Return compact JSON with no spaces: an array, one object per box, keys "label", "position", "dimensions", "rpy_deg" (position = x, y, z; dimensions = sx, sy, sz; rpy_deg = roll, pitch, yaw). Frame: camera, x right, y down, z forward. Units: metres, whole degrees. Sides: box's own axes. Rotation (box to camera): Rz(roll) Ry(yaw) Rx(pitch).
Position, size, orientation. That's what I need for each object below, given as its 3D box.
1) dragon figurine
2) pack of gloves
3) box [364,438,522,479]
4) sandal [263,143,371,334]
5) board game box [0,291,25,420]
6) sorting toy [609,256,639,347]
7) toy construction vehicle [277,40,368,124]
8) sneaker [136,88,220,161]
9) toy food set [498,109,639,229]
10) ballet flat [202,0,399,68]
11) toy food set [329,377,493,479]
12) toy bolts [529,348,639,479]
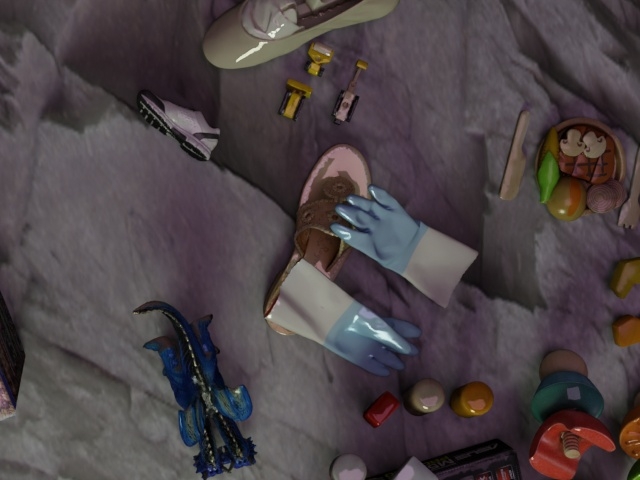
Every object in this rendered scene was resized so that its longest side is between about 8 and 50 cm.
[{"label":"dragon figurine","position":[-0.128,0.167,1.244],"dimensions":[0.085,0.289,0.144],"rpy_deg":[-23,61,-12]},{"label":"pack of gloves","position":[0.075,0.057,1.315],"dimensions":[0.232,0.046,0.195],"rpy_deg":[31,93,-38]},{"label":"box","position":[0.161,0.406,1.398],"dimensions":[0.216,0.060,0.270],"rpy_deg":[-14,97,-12]},{"label":"sandal","position":[0.006,0.002,1.320],"dimensions":[0.088,0.079,0.240],"rpy_deg":[24,89,-13]},{"label":"board game box","position":[-0.432,0.124,1.125],"dimensions":[0.232,0.291,0.141],"rpy_deg":[-22,99,-9]},{"label":"sorting toy","position":[0.505,0.022,1.459],"dimensions":[0.307,0.041,0.229],"rpy_deg":[-15,102,-11]},{"label":"toy construction vehicle","position":[0.004,-0.178,1.333],"dimensions":[0.086,0.035,0.098],"rpy_deg":[20,87,-2]},{"label":"sneaker","position":[-0.163,-0.139,1.297],"dimensions":[0.109,0.040,0.044],"rpy_deg":[40,69,-16]},{"label":"toy food set","position":[0.327,-0.087,1.406],"dimensions":[0.192,0.038,0.132],"rpy_deg":[12,92,-13]},{"label":"ballet flat","position":[-0.019,-0.271,1.289],"dimensions":[0.248,0.086,0.086],"rpy_deg":[-24,99,-12]},{"label":"toy food set","position":[0.092,0.243,1.338],"dimensions":[0.111,0.104,0.232],"rpy_deg":[41,77,5]},{"label":"toy bolts","position":[0.339,0.245,1.414],"dimensions":[0.228,0.158,0.218],"rpy_deg":[34,127,-23]}]
